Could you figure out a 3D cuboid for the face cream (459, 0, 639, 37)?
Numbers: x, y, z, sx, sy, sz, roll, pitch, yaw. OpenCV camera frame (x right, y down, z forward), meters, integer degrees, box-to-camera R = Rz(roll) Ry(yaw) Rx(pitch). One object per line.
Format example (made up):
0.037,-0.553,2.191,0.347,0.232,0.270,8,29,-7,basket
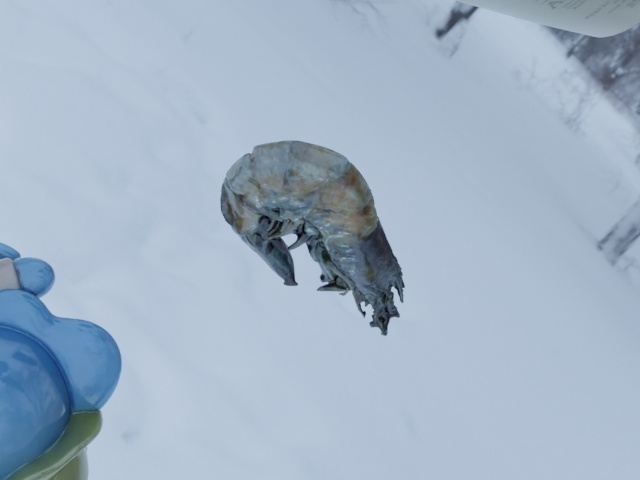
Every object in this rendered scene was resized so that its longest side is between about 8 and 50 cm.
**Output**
0.227,-0.283,0.805,0.349,0.173,0.081,-1,56,-43,face cream

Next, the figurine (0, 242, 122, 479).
-0.239,0.080,0.549,0.180,0.154,0.262,-35,118,-43,figurine

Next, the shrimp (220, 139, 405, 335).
0.000,0.000,0.486,0.161,0.091,0.034,58,38,-44,shrimp
